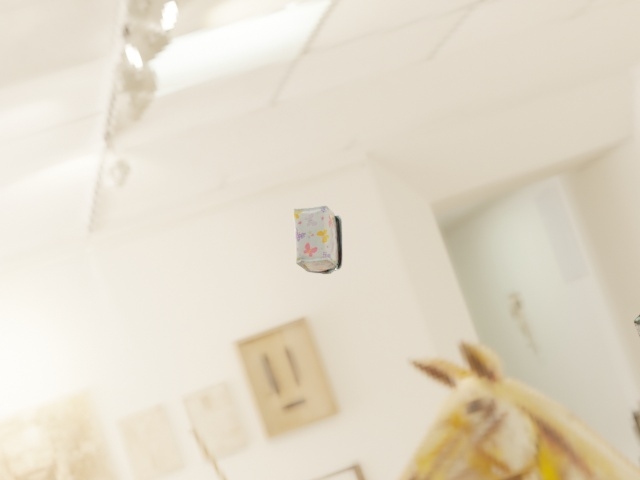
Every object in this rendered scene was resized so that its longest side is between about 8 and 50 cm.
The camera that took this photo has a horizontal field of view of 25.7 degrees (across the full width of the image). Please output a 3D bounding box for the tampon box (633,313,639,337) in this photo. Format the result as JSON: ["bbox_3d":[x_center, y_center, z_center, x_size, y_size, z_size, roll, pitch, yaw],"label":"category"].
[{"bbox_3d":[0.514,0.104,1.853,0.161,0.120,0.101,-44,41,-17],"label":"tampon box"}]

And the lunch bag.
[{"bbox_3d":[0.000,0.000,1.690,0.053,0.071,0.083,-5,-14,11],"label":"lunch bag"}]
